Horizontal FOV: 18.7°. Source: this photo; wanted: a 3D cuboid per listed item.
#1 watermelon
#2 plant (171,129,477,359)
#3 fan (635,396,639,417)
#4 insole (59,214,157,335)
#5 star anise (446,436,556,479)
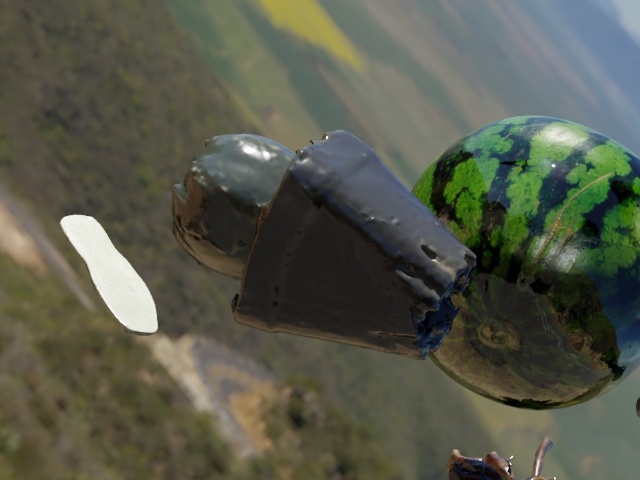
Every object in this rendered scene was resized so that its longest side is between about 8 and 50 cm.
[{"bbox_3d":[0.213,0.021,1.890,0.285,0.285,0.285,49,11,-13],"label":"watermelon"},{"bbox_3d":[0.000,0.000,1.606,0.256,0.164,0.142,28,23,10],"label":"plant"},{"bbox_3d":[0.390,0.262,1.842,0.282,0.057,0.023,49,7,16],"label":"fan"},{"bbox_3d":[-0.204,0.032,1.893,0.063,0.010,0.192,7,32,-37],"label":"insole"},{"bbox_3d":[0.225,0.280,2.052,0.234,0.073,0.177,-5,42,-44],"label":"star anise"}]
